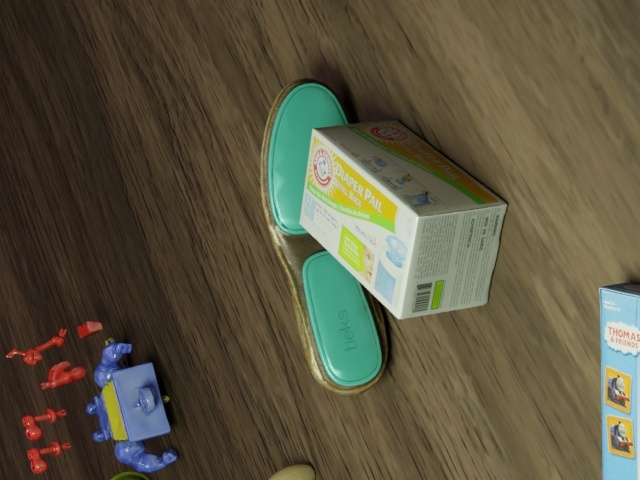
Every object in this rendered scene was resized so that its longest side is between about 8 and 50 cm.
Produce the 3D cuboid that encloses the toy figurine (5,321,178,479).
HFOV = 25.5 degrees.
[{"bbox_3d":[-0.301,0.279,2.060,0.217,0.191,0.363,-29,72,54],"label":"toy figurine"}]

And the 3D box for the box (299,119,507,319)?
[{"bbox_3d":[0.075,-0.026,1.384,0.203,0.103,0.114,43,133,49],"label":"box"}]

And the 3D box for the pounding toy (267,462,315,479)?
[{"bbox_3d":[-0.060,0.410,1.680,0.155,0.154,0.270,0,97,61],"label":"pounding toy"}]

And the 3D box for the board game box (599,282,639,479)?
[{"bbox_3d":[0.286,0.149,1.116,0.160,0.039,0.212,13,108,59],"label":"board game box"}]

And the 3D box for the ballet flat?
[{"bbox_3d":[0.000,0.000,1.546,0.124,0.116,0.342,152,105,-80],"label":"ballet flat"}]
